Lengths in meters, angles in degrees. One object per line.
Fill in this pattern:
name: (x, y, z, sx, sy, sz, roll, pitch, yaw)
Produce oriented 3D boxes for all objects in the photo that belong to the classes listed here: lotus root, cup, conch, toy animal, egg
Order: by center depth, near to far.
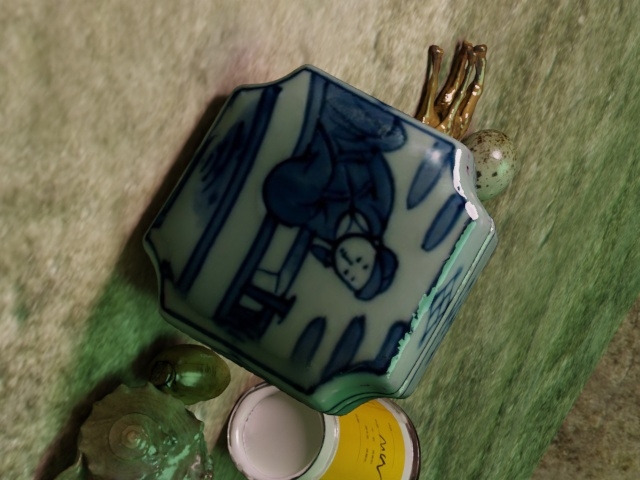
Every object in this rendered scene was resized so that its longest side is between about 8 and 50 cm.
conch: (-0.196, 0.245, 1.480, 0.178, 0.163, 0.245, -19, 163, -13)
lotus root: (-0.135, 0.139, 1.538, 0.072, 0.063, 0.152, -25, 164, 10)
toy animal: (0.131, -0.132, 1.830, 0.275, 0.054, 0.149, -60, 156, -2)
cup: (0.002, 0.264, 1.852, 0.196, 0.196, 0.279, -61, 151, -2)
egg: (0.226, -0.102, 2.030, 0.085, 0.085, 0.110, -37, 152, -47)

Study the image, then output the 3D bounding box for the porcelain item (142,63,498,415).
porcelain item: (0.000, 0.000, 1.380, 0.281, 0.286, 0.157, -58, 164, -3)
